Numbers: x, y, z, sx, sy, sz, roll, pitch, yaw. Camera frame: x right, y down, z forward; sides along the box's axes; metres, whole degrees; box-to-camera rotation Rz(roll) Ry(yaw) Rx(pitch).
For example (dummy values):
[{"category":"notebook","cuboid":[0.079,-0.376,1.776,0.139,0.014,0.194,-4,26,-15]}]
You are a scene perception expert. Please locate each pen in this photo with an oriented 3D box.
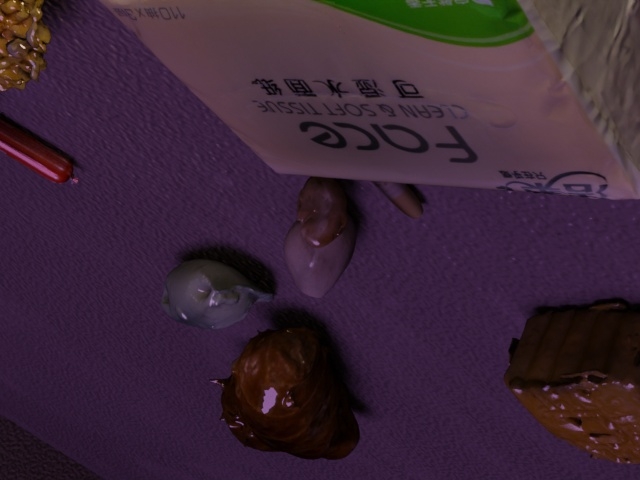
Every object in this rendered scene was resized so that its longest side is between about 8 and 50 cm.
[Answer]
[{"category":"pen","cuboid":[0.055,-0.097,1.617,0.040,0.032,0.233,-21,135,29]}]

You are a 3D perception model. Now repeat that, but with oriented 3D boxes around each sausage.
[{"category":"sausage","cuboid":[-0.407,-0.123,2.013,0.145,0.048,0.050,32,118,-16]}]

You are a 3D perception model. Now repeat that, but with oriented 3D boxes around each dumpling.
[{"category":"dumpling","cuboid":[-0.157,0.092,2.137,0.149,0.105,0.217,38,154,-27]}]

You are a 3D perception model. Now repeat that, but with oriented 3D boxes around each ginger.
[{"category":"ginger","cuboid":[-0.078,0.254,2.320,0.254,0.176,0.418,13,160,14]}]

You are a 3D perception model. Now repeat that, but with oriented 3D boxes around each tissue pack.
[{"category":"tissue pack","cuboid":[0.062,-0.197,1.171,0.405,0.205,0.332,6,155,39]}]

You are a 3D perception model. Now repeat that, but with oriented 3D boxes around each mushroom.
[{"category":"mushroom","cuboid":[-0.002,0.000,1.794,0.088,0.097,0.212,33,158,9]}]

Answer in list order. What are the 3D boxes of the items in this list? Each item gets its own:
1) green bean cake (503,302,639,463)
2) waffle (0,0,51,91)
[{"category":"green bean cake","cuboid":[0.369,0.187,1.774,0.224,0.131,0.230,40,152,-28]},{"category":"waffle","cuboid":[-0.424,-0.277,1.578,0.262,0.060,0.280,19,147,9]}]
